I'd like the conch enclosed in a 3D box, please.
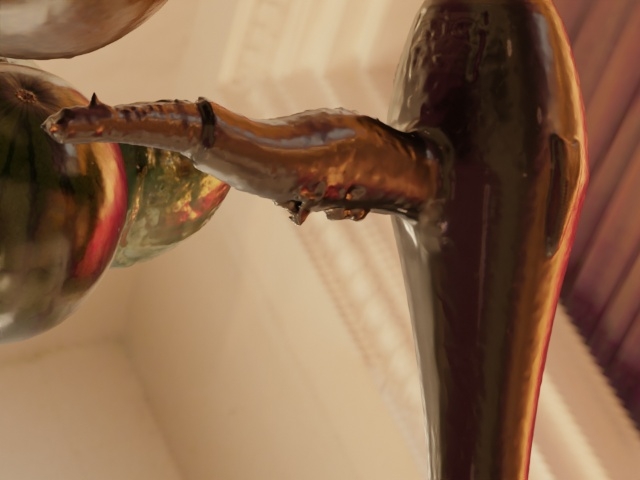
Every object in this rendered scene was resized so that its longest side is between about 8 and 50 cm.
[{"bbox_3d":[-0.162,-0.047,1.219,0.188,0.122,0.176,18,-178,25],"label":"conch"}]

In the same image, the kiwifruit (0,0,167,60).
[{"bbox_3d":[-0.144,-0.177,0.758,0.234,0.196,0.196,32,-134,-4],"label":"kiwifruit"}]

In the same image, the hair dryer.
[{"bbox_3d":[0.000,0.000,0.971,0.359,0.120,0.304,8,-93,-45],"label":"hair dryer"}]

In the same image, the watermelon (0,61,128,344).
[{"bbox_3d":[-0.179,-0.005,1.026,0.140,0.187,0.141,21,-142,-17],"label":"watermelon"}]
